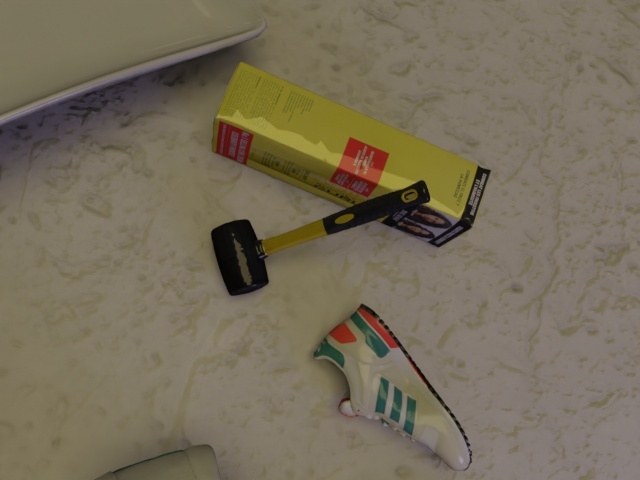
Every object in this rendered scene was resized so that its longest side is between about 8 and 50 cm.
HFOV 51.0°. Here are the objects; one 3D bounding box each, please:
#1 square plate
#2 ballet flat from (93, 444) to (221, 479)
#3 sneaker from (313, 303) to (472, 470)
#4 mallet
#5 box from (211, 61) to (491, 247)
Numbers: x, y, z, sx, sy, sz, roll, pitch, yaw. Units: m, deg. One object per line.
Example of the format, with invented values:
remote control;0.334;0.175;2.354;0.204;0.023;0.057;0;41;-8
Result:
square plate;-0.276;-0.239;0.554;0.347;0.049;0.344;-28;76;-26
ballet flat;-0.012;0.305;0.419;0.139;0.139;0.400;-33;82;-16
sneaker;0.058;0.137;0.570;0.075;0.057;0.161;-36;87;0
mallet;0.000;0.000;0.553;0.189;0.039;0.063;-12;85;16
box;0.023;-0.070;0.588;0.232;0.087;0.058;23;74;-6
